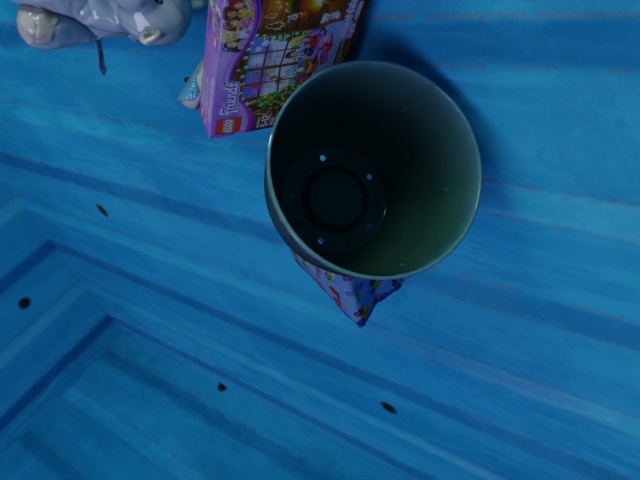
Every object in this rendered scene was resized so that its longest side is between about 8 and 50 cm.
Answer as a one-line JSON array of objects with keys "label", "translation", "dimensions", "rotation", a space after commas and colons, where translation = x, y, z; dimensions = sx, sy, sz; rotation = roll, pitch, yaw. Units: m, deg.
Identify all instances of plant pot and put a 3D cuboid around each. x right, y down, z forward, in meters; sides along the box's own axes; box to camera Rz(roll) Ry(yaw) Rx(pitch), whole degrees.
[{"label": "plant pot", "translation": [0.051, -0.080, 0.928], "dimensions": [0.293, 0.293, 0.235], "rotation": [44, 166, -4]}]

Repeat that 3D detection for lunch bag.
[{"label": "lunch bag", "translation": [0.000, 0.000, 1.257], "dimensions": [0.293, 0.138, 0.221], "rotation": [32, 154, 34]}]

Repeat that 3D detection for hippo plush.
[{"label": "hippo plush", "translation": [-0.339, -0.376, 1.018], "dimensions": [0.236, 0.234, 0.294], "rotation": [23, 146, 30]}]

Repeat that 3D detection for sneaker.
[{"label": "sneaker", "translation": [-0.166, -0.249, 1.050], "dimensions": [0.092, 0.228, 0.087], "rotation": [39, 108, -5]}]

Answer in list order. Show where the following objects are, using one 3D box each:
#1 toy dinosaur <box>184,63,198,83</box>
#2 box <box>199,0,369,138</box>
[{"label": "toy dinosaur", "translation": [-0.237, -0.283, 1.192], "dimensions": [0.047, 0.090, 0.082], "rotation": [43, -163, 17]}, {"label": "box", "translation": [-0.057, -0.263, 0.876], "dimensions": [0.293, 0.201, 0.057], "rotation": [116, 136, -60]}]
